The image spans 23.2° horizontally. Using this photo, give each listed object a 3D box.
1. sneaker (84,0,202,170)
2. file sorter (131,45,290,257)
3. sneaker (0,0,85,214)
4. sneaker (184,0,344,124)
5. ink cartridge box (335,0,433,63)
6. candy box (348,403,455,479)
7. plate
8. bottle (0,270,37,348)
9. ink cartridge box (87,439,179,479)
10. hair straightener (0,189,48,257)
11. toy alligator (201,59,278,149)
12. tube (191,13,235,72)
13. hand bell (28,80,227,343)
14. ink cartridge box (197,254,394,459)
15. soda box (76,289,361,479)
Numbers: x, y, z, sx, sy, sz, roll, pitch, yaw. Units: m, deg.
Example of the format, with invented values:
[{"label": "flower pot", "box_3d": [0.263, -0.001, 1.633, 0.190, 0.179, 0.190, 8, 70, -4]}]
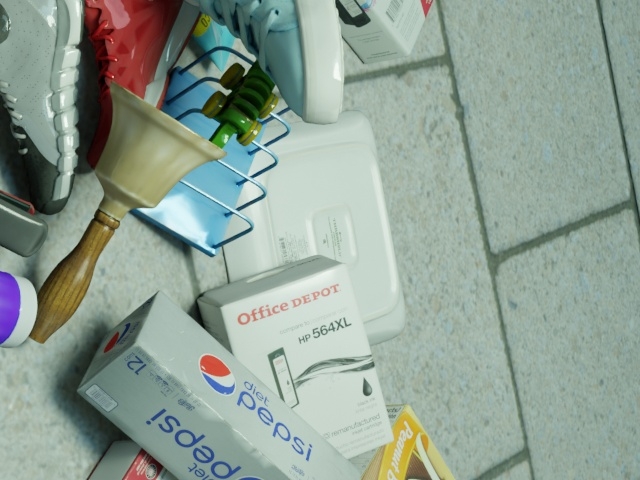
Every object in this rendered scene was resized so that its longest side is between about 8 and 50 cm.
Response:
[{"label": "sneaker", "box_3d": [-0.212, -0.180, 1.531, 0.128, 0.087, 0.221, 31, 63, -22]}, {"label": "file sorter", "box_3d": [-0.105, -0.093, 1.579, 0.118, 0.104, 0.170, 32, 60, -23]}, {"label": "sneaker", "box_3d": [-0.291, -0.137, 1.429, 0.132, 0.086, 0.228, 0, 103, -21]}, {"label": "sneaker", "box_3d": [-0.082, -0.245, 1.498, 0.135, 0.150, 0.366, 88, -15, -54]}, {"label": "ink cartridge box", "box_3d": [0.053, -0.316, 1.836, 0.175, 0.072, 0.127, 48, 52, -34]}, {"label": "candy box", "box_3d": [0.041, 0.354, 1.722, 0.183, 0.088, 0.316, 59, 46, -26]}, {"label": "plate", "box_3d": [0.000, 0.000, 1.756, 0.278, 0.045, 0.277, -15, 97, -48]}, {"label": "bottle", "box_3d": [-0.365, 0.037, 1.291, 0.283, 0.092, 0.118, 18, 77, -47]}, {"label": "ink cartridge box", "box_3d": [-0.170, 0.274, 1.513, 0.135, 0.056, 0.099, 55, 48, -29]}, {"label": "hair straightener", "box_3d": [-0.327, -0.044, 1.349, 0.047, 0.089, 0.230, -52, 132, 3]}, {"label": "toy alligator", "box_3d": [-0.061, -0.155, 1.529, 0.056, 0.051, 0.189, 40, 58, -18]}, {"label": "tube", "box_3d": [-0.150, -0.271, 1.620, 0.207, 0.052, 0.080, 49, 48, -37]}, {"label": "hand bell", "box_3d": [-0.203, -0.013, 1.439, 0.126, 0.126, 0.242, 32, 92, -43]}, {"label": "ink cartridge box", "box_3d": [-0.026, 0.134, 1.634, 0.148, 0.086, 0.203, -20, 102, -18]}, {"label": "soda box", "box_3d": [-0.093, 0.187, 1.508, 0.286, 0.091, 0.098, 43, 28, -16]}]
